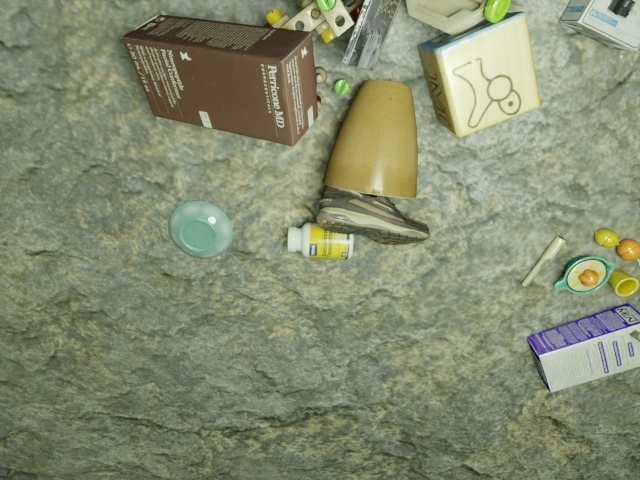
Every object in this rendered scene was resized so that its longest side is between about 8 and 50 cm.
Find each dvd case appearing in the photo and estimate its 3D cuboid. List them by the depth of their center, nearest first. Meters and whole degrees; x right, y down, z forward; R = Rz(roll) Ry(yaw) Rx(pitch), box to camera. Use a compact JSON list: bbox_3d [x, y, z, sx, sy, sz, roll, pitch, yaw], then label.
[{"bbox_3d":[0.116,-0.455,0.888,0.018,0.221,0.164,28,116,10],"label":"dvd case"}]

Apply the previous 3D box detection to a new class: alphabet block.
[{"bbox_3d":[0.353,-0.378,0.937,0.192,0.193,0.197,-18,116,11],"label":"alphabet block"}]

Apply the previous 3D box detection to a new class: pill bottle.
[{"bbox_3d":[0.000,0.000,1.190,0.184,0.103,0.103,2,118,-1],"label":"pill bottle"}]

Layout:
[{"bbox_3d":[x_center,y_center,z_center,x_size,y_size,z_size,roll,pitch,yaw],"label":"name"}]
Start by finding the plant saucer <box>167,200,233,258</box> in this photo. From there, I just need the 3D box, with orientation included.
[{"bbox_3d":[-0.358,-0.022,1.219,0.195,0.037,0.195,0,119,0],"label":"plant saucer"}]

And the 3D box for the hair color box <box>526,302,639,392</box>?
[{"bbox_3d":[0.893,0.359,1.371,0.339,0.110,0.185,-22,114,14],"label":"hair color box"}]

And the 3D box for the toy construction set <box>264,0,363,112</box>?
[{"bbox_3d":[-0.015,-0.432,0.886,0.257,0.237,0.309,-8,118,4],"label":"toy construction set"}]

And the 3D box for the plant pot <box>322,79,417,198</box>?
[{"bbox_3d":[0.141,-0.248,1.010,0.237,0.237,0.254,9,102,-4],"label":"plant pot"}]

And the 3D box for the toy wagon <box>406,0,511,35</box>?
[{"bbox_3d":[0.302,-0.595,0.799,0.068,0.267,0.344,-9,134,-45],"label":"toy wagon"}]

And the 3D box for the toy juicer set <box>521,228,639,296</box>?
[{"bbox_3d":[0.800,0.069,1.228,0.329,0.089,0.209,2,118,0],"label":"toy juicer set"}]

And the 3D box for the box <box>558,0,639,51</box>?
[{"bbox_3d":[0.684,-0.585,0.884,0.169,0.087,0.290,20,116,-10],"label":"box"}]

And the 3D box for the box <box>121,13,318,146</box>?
[{"bbox_3d":[-0.205,-0.347,0.888,0.381,0.143,0.191,15,141,18],"label":"box"}]

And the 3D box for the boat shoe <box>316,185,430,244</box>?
[{"bbox_3d":[0.158,-0.073,1.122,0.355,0.132,0.130,12,75,-30],"label":"boat shoe"}]
